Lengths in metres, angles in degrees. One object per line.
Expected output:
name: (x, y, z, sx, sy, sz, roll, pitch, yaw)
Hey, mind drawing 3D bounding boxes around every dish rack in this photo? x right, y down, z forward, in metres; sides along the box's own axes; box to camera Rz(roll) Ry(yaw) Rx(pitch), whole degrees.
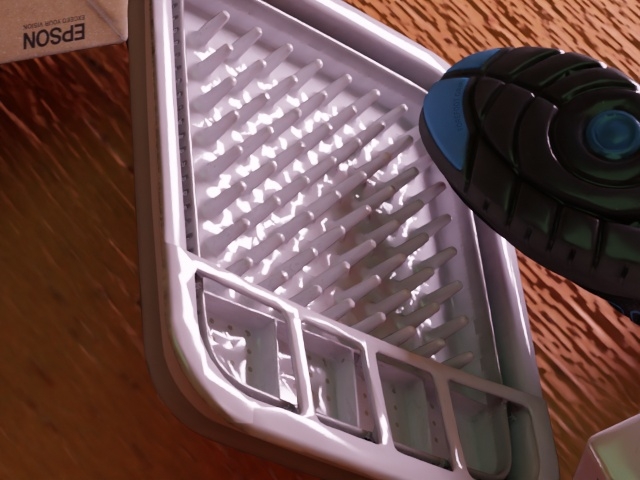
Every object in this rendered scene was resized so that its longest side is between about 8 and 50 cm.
dish rack: (0.000, 0.000, 1.044, 0.285, 0.072, 0.333, 23, 47, -36)

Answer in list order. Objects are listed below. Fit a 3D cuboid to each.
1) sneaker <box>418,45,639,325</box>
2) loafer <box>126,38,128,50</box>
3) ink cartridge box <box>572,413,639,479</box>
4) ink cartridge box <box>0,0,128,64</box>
sneaker: (0.200, 0.011, 1.076, 0.341, 0.139, 0.125, 35, 72, 21)
loafer: (-0.068, -0.097, 1.163, 0.087, 0.094, 0.251, -15, 57, -7)
ink cartridge box: (0.202, 0.150, 0.925, 0.160, 0.219, 0.092, -23, 62, -15)
ink cartridge box: (-0.264, -0.165, 1.124, 0.234, 0.088, 0.193, -15, 27, -39)
